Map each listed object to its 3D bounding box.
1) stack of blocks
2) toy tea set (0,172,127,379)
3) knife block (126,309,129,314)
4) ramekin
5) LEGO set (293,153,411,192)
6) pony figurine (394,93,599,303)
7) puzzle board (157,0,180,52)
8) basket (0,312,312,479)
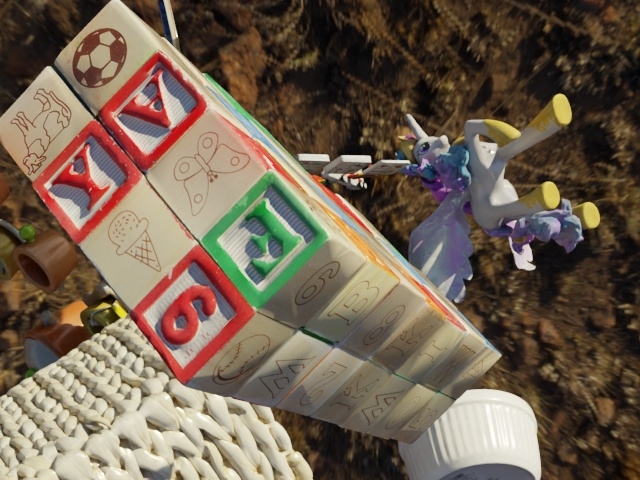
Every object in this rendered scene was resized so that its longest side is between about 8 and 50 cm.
[{"bbox_3d":[-0.019,0.011,0.568,0.087,0.297,0.171,-45,62,5],"label":"stack of blocks"},{"bbox_3d":[-0.386,0.060,1.308,0.336,0.200,0.124,46,57,-3],"label":"toy tea set"},{"bbox_3d":[-0.096,0.056,1.214,0.275,0.242,0.088,-26,114,-9],"label":"knife block"},{"bbox_3d":[0.220,0.319,1.480,0.207,0.207,0.109,-8,47,2],"label":"ramekin"},{"bbox_3d":[0.012,-0.115,1.616,0.182,0.244,0.060,0,80,-19],"label":"LEGO set"},{"bbox_3d":[0.293,-0.068,1.764,0.302,0.363,0.351,-26,103,-34],"label":"pony figurine"},{"bbox_3d":[-0.142,-0.209,0.934,0.011,0.096,0.128,-12,68,-7],"label":"puzzle board"},{"bbox_3d":[-0.159,0.270,0.937,0.266,0.331,0.328,-35,105,-19],"label":"basket"}]
